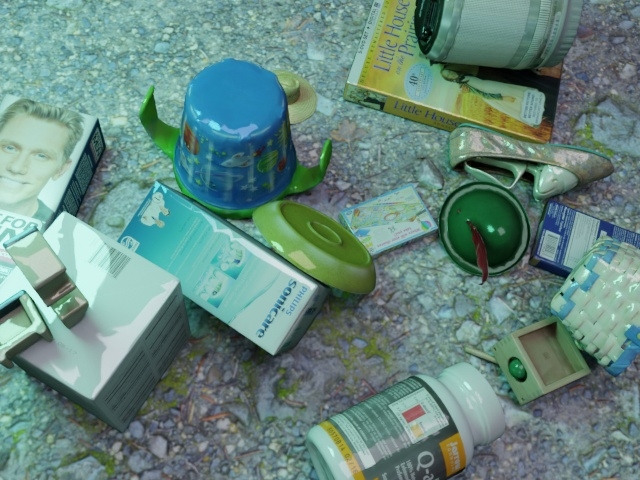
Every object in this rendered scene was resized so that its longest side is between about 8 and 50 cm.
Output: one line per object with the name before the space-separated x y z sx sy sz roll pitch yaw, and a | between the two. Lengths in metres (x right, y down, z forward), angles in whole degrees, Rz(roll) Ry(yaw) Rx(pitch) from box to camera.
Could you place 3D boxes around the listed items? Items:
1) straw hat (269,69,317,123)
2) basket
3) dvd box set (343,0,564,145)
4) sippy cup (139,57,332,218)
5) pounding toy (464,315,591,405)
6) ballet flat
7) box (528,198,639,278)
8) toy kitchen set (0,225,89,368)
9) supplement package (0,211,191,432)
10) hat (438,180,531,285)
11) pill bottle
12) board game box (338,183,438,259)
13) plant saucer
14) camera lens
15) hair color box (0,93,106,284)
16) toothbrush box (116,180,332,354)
straw hat | -0.074 -0.300 1.403 0.145 0.061 0.144 3 66 -6
basket | 0.544 0.131 1.179 0.289 0.201 0.255 33 22 20
dvd box set | 0.285 -0.365 1.478 0.421 0.062 0.307 18 64 1
sippy cup | -0.148 -0.188 1.253 0.306 0.224 0.240 -15 69 -14
pounding toy | 0.350 0.204 1.215 0.141 0.100 0.130 -16 68 -25
ballet flat | 0.395 -0.135 1.370 0.316 0.107 0.106 13 69 10
box | 0.516 0.023 1.341 0.225 0.036 0.136 22 65 5
toy kitchen set | -0.403 0.075 0.838 0.207 0.166 0.122 -37 75 -20
supplement package | -0.334 0.131 1.057 0.199 0.262 0.198 30 66 7
hat | 0.308 -0.029 1.241 0.173 0.183 0.208 -13 79 -3
pill bottle | 0.132 0.304 1.094 0.279 0.162 0.162 -23 70 -16
board game box | 0.126 -0.033 1.324 0.154 0.026 0.103 -21 70 -16
plant saucer | 0.000 0.000 1.195 0.241 0.241 0.037 37 108 10
camera lens | 0.329 -0.445 1.365 0.274 0.219 0.219 5 65 -6
hair color box | -0.514 -0.068 1.217 0.174 0.105 0.347 14 64 -1
toothbrush box | -0.142 0.046 1.136 0.296 0.216 0.126 32 89 7
